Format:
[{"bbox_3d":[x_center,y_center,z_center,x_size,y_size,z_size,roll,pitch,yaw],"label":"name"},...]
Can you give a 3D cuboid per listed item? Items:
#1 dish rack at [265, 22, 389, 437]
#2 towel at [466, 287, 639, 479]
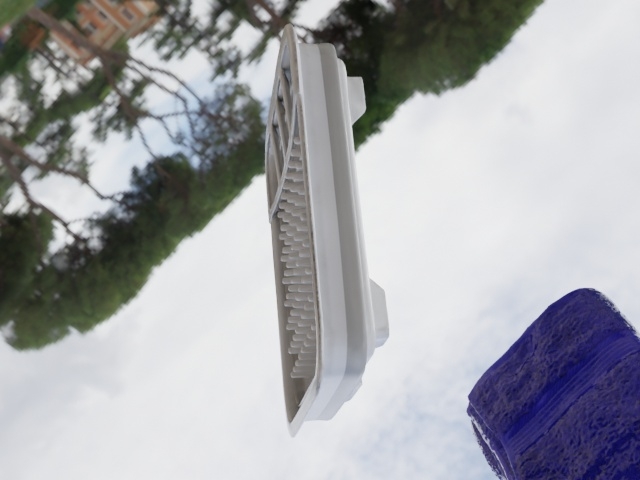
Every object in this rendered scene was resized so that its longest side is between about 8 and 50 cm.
[{"bbox_3d":[0.000,0.000,0.885,0.285,0.072,0.332,111,-24,-67],"label":"dish rack"},{"bbox_3d":[0.263,0.191,0.974,0.227,0.076,0.308,-53,-158,13],"label":"towel"}]
